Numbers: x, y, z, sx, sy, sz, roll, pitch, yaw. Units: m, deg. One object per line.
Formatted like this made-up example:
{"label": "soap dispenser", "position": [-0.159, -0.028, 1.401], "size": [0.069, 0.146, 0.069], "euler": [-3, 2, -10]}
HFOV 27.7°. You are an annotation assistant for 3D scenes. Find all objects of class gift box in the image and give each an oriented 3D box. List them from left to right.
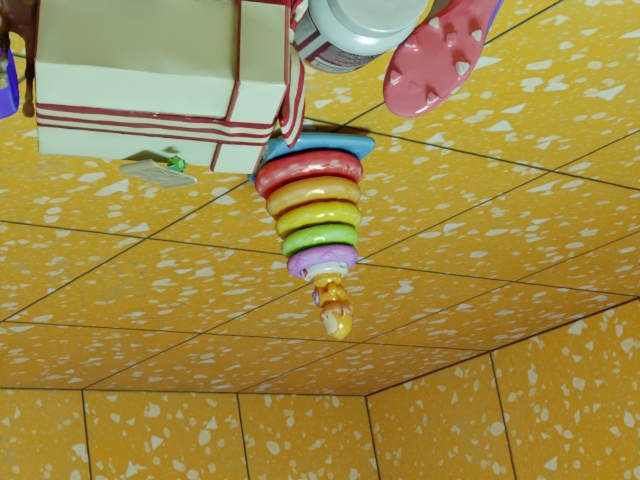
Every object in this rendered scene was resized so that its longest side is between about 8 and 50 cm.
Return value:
{"label": "gift box", "position": [-0.142, -0.215, 1.277], "size": [0.258, 0.255, 0.276], "euler": [4, 166, -9]}

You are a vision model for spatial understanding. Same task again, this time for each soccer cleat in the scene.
{"label": "soccer cleat", "position": [0.147, -0.237, 1.404], "size": [0.083, 0.248, 0.095], "euler": [29, 177, 2]}

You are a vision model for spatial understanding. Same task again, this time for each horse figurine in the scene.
{"label": "horse figurine", "position": [-0.300, -0.248, 1.261], "size": [0.066, 0.174, 0.263], "euler": [-1, 148, -11]}

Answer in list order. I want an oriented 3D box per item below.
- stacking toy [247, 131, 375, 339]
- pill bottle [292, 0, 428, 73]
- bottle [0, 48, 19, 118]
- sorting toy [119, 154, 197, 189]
{"label": "stacking toy", "position": [0.000, 0.000, 1.900], "size": [0.165, 0.302, 0.175], "euler": [-1, 161, -26]}
{"label": "pill bottle", "position": [0.037, -0.248, 1.359], "size": [0.121, 0.121, 0.221], "euler": [-5, 180, -13]}
{"label": "bottle", "position": [-0.487, -0.173, 1.456], "size": [0.283, 0.092, 0.118], "euler": [-7, 163, -8]}
{"label": "sorting toy", "position": [-0.155, -0.070, 1.306], "size": [0.083, 0.012, 0.062], "euler": [-7, 158, 44]}
